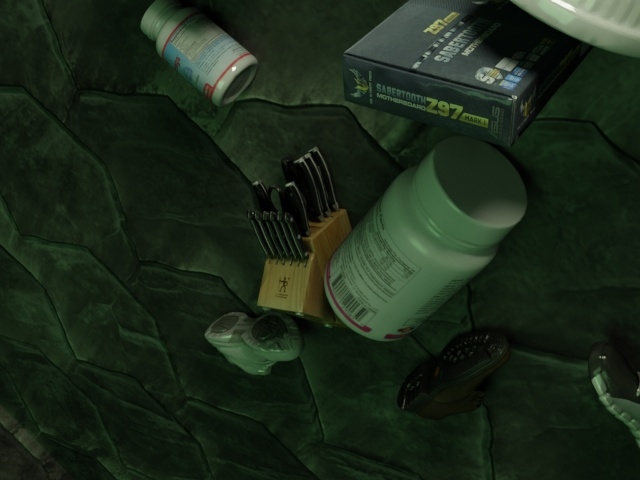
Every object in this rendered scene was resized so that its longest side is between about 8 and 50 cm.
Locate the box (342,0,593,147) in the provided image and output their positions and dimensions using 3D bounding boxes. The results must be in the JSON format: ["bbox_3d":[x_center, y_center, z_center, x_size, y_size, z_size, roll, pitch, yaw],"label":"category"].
[{"bbox_3d":[0.158,-0.196,0.878,0.183,0.233,0.059,21,135,27],"label":"box"}]

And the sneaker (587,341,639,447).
[{"bbox_3d":[0.444,0.203,1.079,0.132,0.086,0.228,-22,116,42],"label":"sneaker"}]

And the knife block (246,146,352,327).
[{"bbox_3d":[0.000,0.000,1.291,0.088,0.242,0.276,6,170,38],"label":"knife block"}]

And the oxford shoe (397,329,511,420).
[{"bbox_3d":[0.216,0.203,1.275,0.096,0.083,0.227,29,139,-14],"label":"oxford shoe"}]

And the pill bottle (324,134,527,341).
[{"bbox_3d":[0.131,0.002,1.110,0.160,0.160,0.283,43,139,4],"label":"pill bottle"}]

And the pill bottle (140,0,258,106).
[{"bbox_3d":[-0.172,-0.269,1.203,0.160,0.087,0.087,41,138,7],"label":"pill bottle"}]

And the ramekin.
[{"bbox_3d":[0.255,-0.265,0.772,0.207,0.207,0.109,35,128,13],"label":"ramekin"}]

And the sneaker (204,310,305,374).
[{"bbox_3d":[-0.098,0.190,1.516,0.232,0.090,0.115,2,130,49],"label":"sneaker"}]
